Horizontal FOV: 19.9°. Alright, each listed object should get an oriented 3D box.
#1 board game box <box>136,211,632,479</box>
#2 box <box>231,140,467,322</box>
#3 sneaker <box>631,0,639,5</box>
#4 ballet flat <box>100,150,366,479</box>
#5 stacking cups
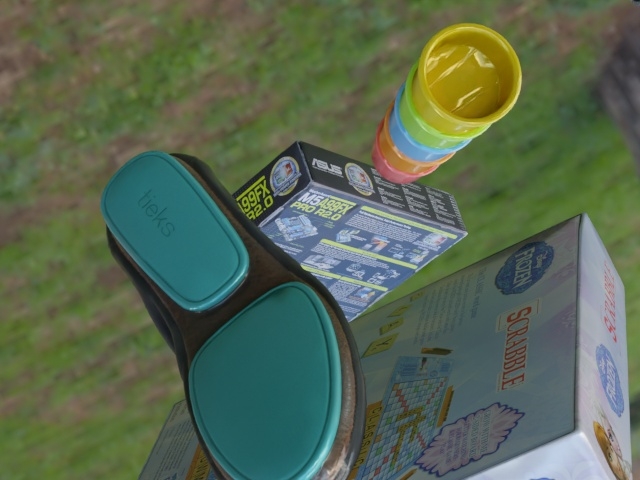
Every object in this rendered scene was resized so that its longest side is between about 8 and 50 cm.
[{"bbox_3d":[0.026,0.127,1.069,0.318,0.066,0.319,-26,-165,17],"label":"board game box"},{"bbox_3d":[0.000,0.000,2.048,0.270,0.060,0.216,16,135,-45],"label":"box"},{"bbox_3d":[0.409,-0.226,1.817,0.257,0.169,0.447,-4,138,-9],"label":"sneaker"},{"bbox_3d":[-0.030,0.051,0.956,0.095,0.280,0.096,-37,133,6],"label":"ballet flat"},{"bbox_3d":[0.104,-0.124,1.747,0.096,0.096,0.316,-25,177,-13],"label":"stacking cups"}]
